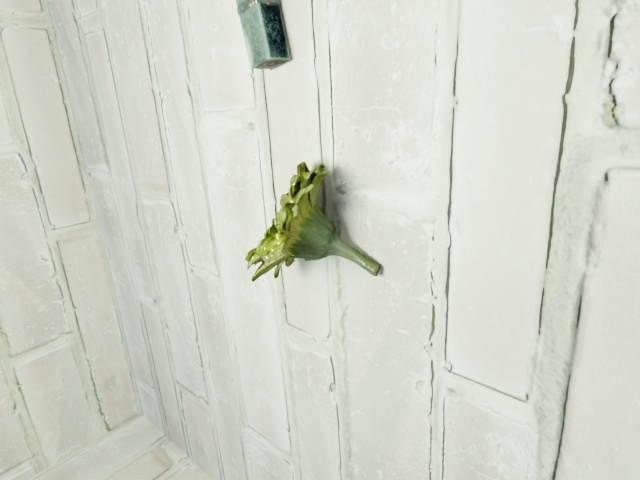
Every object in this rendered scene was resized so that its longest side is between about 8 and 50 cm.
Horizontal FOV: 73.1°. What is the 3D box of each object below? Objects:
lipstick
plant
[{"bbox_3d":[-0.139,-0.528,0.932,0.076,0.077,0.290,-4,102,45],"label":"lipstick"},{"bbox_3d":[-0.021,-0.042,0.971,0.306,0.297,0.261,76,-169,-77],"label":"plant"}]
